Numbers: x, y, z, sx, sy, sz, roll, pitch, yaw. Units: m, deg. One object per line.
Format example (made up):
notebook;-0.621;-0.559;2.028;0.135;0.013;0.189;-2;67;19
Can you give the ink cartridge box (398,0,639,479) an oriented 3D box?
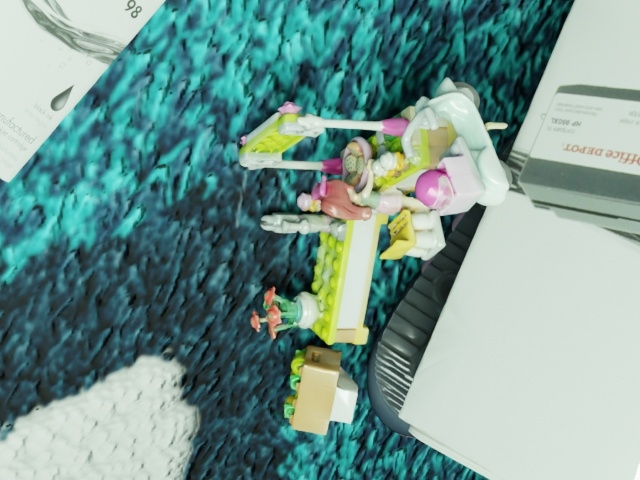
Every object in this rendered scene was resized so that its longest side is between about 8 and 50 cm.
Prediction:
ink cartridge box;0.251;-0.023;0.925;0.285;0.166;0.395;13;102;-52

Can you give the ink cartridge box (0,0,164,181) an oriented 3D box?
ink cartridge box;-0.133;-0.130;0.715;0.180;0.060;0.104;-50;141;-1

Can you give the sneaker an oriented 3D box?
sneaker;0.139;0.008;1.078;0.319;0.112;0.131;-46;173;-16

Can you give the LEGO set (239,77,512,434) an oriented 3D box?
LEGO set;0.000;0.000;0.916;0.107;0.132;0.287;1;143;-26
